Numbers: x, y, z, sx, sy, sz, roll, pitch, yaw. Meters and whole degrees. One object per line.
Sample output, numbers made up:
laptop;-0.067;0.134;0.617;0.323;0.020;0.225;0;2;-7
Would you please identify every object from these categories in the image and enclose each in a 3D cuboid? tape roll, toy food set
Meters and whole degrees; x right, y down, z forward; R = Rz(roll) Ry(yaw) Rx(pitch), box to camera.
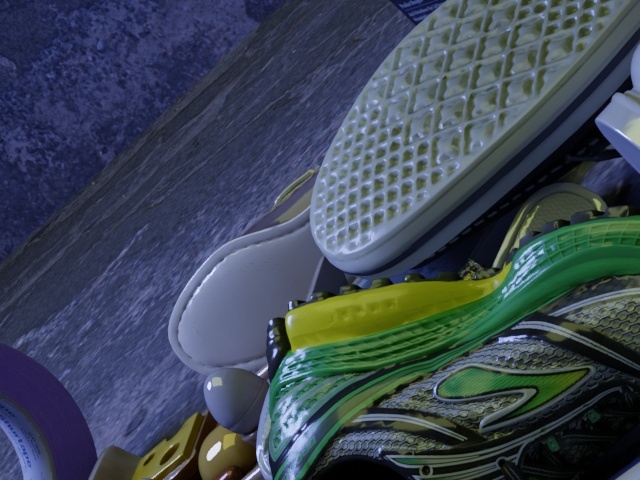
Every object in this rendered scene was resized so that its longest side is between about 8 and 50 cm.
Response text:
tape roll;-0.345;0.226;1.673;0.275;0.275;0.090;-54;15;-26
toy food set;-0.102;0.157;1.514;0.306;0.092;0.220;-40;15;26

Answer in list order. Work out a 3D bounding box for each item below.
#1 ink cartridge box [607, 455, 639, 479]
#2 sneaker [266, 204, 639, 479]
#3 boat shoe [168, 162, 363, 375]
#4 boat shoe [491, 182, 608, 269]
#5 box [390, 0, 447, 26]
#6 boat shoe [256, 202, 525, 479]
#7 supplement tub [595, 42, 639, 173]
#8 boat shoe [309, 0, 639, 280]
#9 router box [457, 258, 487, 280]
ink cartridge box;0.140;0.186;0.709;0.176;0.069;0.371;-41;11;25
sneaker;0.122;0.085;0.945;0.343;0.134;0.146;-19;56;34
boat shoe;0.000;0.000;1.610;0.324;0.116;0.097;-42;5;20
boat shoe;0.116;0.077;1.155;0.233;0.084;0.079;-56;-24;-5
box;0.169;-0.200;1.438;0.153;0.207;0.108;-51;14;-14
boat shoe;0.066;0.071;1.255;0.109;0.094;0.302;13;54;37
supplement tub;0.262;-0.097;0.998;0.200;0.144;0.144;-47;14;3
boat shoe;0.206;-0.137;1.228;0.500;0.156;0.187;-42;35;-1
router box;0.080;0.113;1.059;0.179;0.046;0.133;-50;44;-6
